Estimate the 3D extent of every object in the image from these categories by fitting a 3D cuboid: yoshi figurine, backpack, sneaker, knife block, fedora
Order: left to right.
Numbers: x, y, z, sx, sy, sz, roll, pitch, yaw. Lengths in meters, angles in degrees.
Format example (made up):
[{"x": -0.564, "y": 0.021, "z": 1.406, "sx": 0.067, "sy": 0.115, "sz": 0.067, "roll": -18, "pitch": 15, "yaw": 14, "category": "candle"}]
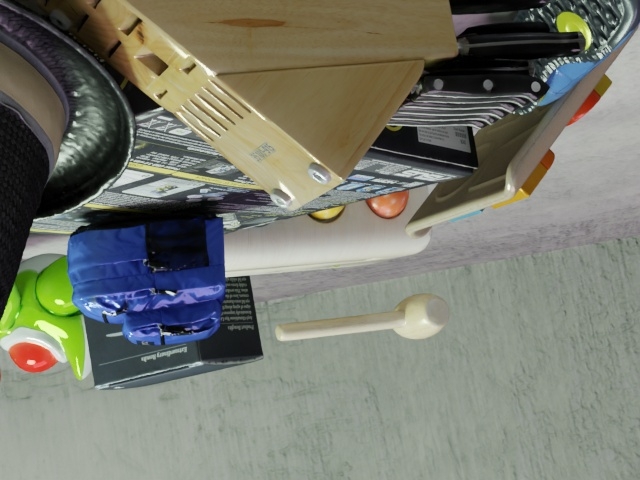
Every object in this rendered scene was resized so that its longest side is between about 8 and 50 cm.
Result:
[{"x": -0.261, "y": -0.024, "z": 0.872, "sx": 0.334, "sy": 0.153, "sz": 0.334, "roll": 0, "pitch": 158, "yaw": 0, "category": "fedora"}, {"x": -0.376, "y": 0.056, "z": 1.871, "sx": 0.362, "sy": 0.204, "sz": 0.203, "roll": -21, "pitch": -151, "yaw": -5, "category": "yoshi figurine"}, {"x": -0.132, "y": 0.029, "z": 1.214, "sx": 0.120, "sy": 0.101, "sz": 0.098, "roll": -2, "pitch": 166, "yaw": -5, "category": "backpack"}, {"x": 0.011, "y": -0.152, "z": 0.909, "sx": 0.275, "sy": 0.242, "sz": 0.088, "roll": 39, "pitch": 158, "yaw": -10, "category": "knife block"}, {"x": 0.188, "y": -0.159, "z": 1.145, "sx": 0.082, "sy": 0.069, "sz": 0.209, "roll": -36, "pitch": 176, "yaw": -21, "category": "sneaker"}]

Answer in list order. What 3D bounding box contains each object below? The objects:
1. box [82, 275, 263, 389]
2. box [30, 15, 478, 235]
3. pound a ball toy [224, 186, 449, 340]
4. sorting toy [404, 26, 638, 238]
[{"x": -0.163, "y": 0.042, "z": 1.665, "sx": 0.153, "sy": 0.207, "sz": 0.108, "roll": -14, "pitch": 172, "yaw": 34, "category": "box"}, {"x": -0.114, "y": -0.074, "z": 1.191, "sx": 0.318, "sy": 0.097, "sz": 0.395, "roll": -16, "pitch": 168, "yaw": 33, "category": "box"}, {"x": 0.000, "y": 0.000, "z": 1.549, "sx": 0.319, "sy": 0.208, "sz": 0.135, "roll": -3, "pitch": 171, "yaw": -37, "category": "pound a ball toy"}, {"x": 0.168, "y": -0.086, "z": 1.318, "sx": 0.193, "sy": 0.038, "sz": 0.208, "roll": -52, "pitch": -172, "yaw": -22, "category": "sorting toy"}]
